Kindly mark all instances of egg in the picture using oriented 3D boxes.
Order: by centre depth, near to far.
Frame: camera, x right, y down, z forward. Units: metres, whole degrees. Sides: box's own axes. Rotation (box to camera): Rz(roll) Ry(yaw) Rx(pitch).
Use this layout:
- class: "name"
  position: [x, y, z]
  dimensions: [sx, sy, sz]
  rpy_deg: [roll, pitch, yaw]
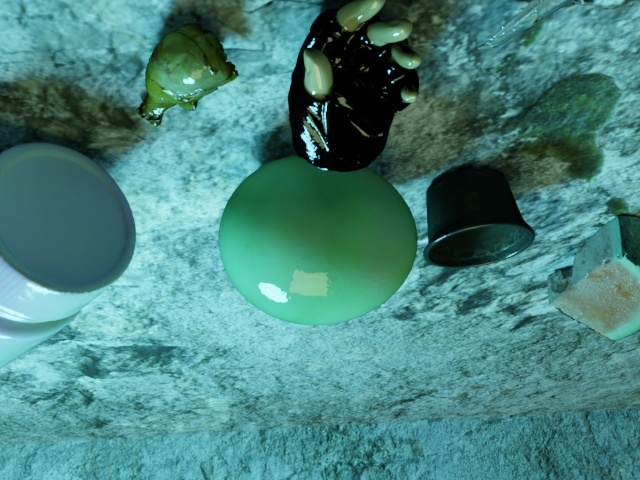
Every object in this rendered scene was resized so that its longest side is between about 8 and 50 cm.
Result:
- class: "egg"
  position: [0.000, 0.000, 0.991]
  dimensions: [0.270, 0.220, 0.220]
  rpy_deg: [8, 152, -38]

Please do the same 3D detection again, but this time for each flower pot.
- class: "flower pot"
  position: [0.216, -0.035, 1.103]
  dimensions: [0.158, 0.106, 0.157]
  rpy_deg: [-8, 157, -3]

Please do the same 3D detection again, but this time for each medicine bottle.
- class: "medicine bottle"
  position: [-0.423, 0.043, 0.992]
  dimensions: [0.219, 0.219, 0.388]
  rpy_deg: [16, 146, -39]

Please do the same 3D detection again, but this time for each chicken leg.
- class: "chicken leg"
  position: [-0.145, -0.164, 0.802]
  dimensions: [0.093, 0.070, 0.178]
  rpy_deg: [3, 161, -33]

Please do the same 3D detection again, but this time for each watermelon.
- class: "watermelon"
  position: [0.525, 0.077, 1.388]
  dimensions: [0.226, 0.148, 0.318]
  rpy_deg: [-6, 154, 19]

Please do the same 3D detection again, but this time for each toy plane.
- class: "toy plane"
  position: [0.223, -0.250, 0.702]
  dimensions: [0.226, 0.058, 0.226]
  rpy_deg: [-3, 151, -13]

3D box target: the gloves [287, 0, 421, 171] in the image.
- class: "gloves"
  position: [0.036, -0.164, 0.784]
  dimensions: [0.164, 0.124, 0.203]
  rpy_deg: [-23, 141, -38]
